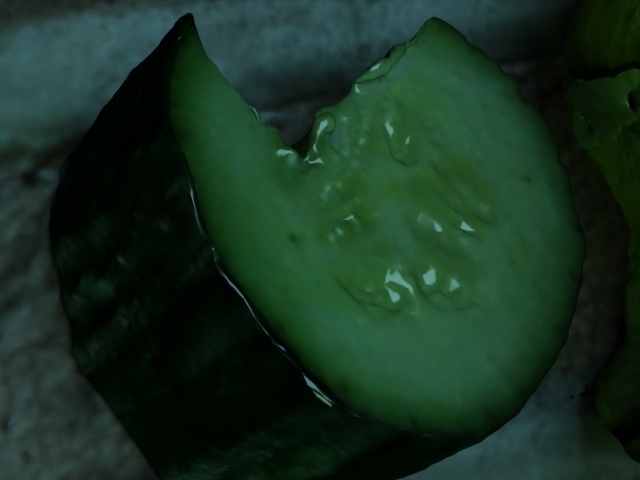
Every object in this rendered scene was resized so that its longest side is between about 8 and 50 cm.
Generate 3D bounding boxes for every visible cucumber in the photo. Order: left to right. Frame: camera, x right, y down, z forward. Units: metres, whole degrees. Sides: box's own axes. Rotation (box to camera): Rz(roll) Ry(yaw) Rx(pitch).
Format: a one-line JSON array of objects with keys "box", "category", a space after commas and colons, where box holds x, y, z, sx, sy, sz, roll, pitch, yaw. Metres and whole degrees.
[{"box": [0.006, 0.008, 0.623, 0.191, 0.130, 0.191, 10, 70, -28], "category": "cucumber"}]

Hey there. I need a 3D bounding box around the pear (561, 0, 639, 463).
[{"box": [0.203, -0.048, 0.671, 0.164, 0.238, 0.256, -4, 79, -21], "category": "pear"}]
